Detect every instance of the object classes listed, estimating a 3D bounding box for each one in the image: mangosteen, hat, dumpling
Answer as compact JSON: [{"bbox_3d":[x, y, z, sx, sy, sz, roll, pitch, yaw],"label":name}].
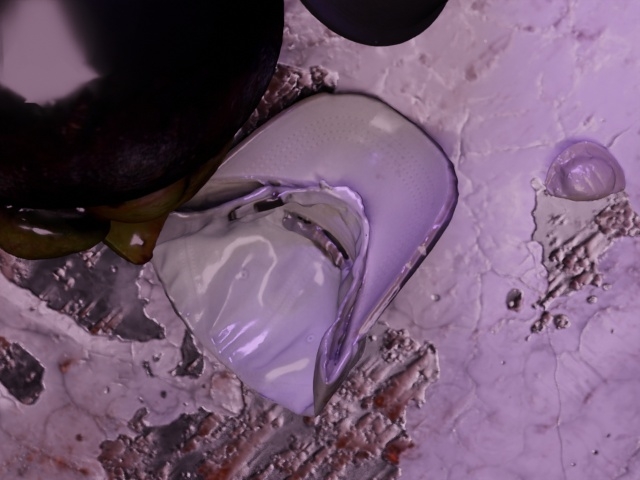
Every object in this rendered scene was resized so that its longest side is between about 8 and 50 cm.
[{"bbox_3d":[-0.224,-0.171,1.697,0.382,0.382,0.435,7,145,3],"label":"mangosteen"},{"bbox_3d":[-0.004,0.002,1.898,0.301,0.168,0.258,-45,74,-4],"label":"hat"},{"bbox_3d":[0.256,-0.067,1.886,0.077,0.043,0.059,-2,89,10],"label":"dumpling"}]

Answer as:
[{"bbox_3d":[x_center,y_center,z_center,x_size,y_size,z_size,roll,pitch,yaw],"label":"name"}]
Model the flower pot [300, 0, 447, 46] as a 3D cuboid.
[{"bbox_3d":[0.085,-0.297,1.692,0.148,0.235,0.235,-8,115,49],"label":"flower pot"}]
